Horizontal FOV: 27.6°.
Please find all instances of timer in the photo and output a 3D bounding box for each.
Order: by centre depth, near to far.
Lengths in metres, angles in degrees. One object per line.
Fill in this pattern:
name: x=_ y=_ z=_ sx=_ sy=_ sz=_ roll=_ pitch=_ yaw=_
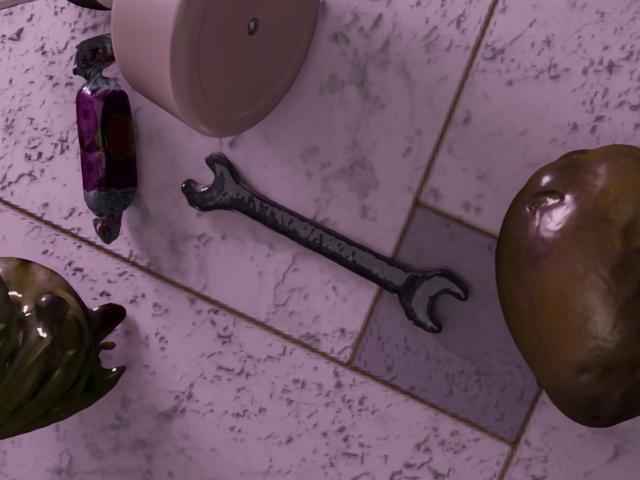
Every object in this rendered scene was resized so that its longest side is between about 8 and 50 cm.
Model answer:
timer: x=-0.154 y=-0.203 z=1.013 sx=0.266 sy=0.175 sz=0.175 roll=24 pitch=105 yaw=27

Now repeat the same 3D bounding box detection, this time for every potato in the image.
potato: x=0.208 y=0.033 z=0.934 sx=0.154 sy=0.137 sz=0.200 roll=-22 pitch=92 yaw=-11

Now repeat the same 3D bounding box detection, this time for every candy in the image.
candy: x=-0.177 y=-0.083 z=1.081 sx=0.043 sy=0.045 sz=0.175 roll=8 pitch=105 yaw=50

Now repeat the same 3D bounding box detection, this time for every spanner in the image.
spanner: x=0.000 y=0.000 z=1.052 sx=0.254 sy=0.015 sz=0.054 roll=27 pitch=106 yaw=11

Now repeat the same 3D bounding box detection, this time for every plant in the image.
plant: x=-0.310 y=0.142 z=1.087 sx=0.251 sy=0.180 sz=0.333 roll=24 pitch=108 yaw=1
